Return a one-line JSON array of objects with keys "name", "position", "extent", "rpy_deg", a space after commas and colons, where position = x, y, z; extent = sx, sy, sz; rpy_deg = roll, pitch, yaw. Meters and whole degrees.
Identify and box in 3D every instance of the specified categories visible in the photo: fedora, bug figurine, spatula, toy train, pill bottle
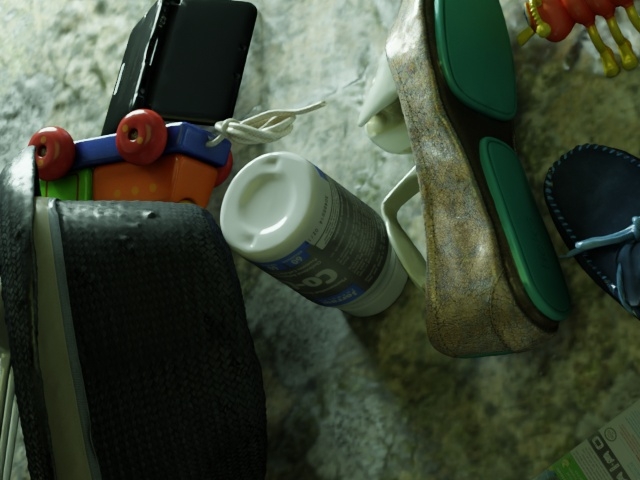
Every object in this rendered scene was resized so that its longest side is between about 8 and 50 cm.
[{"name": "fedora", "position": [-0.117, 0.094, 1.142], "extent": [0.153, 0.334, 0.334], "rpy_deg": [-9, 60, -5]}, {"name": "bug figurine", "position": [0.201, -0.263, 1.186], "extent": [0.216, 0.072, 0.279], "rpy_deg": [-28, 56, 20]}, {"name": "spatula", "position": [-0.235, 0.134, 1.258], "extent": [0.019, 0.168, 0.242], "rpy_deg": [8, 74, -5]}, {"name": "toy train", "position": [-0.105, -0.019, 1.269], "extent": [0.248, 0.105, 0.143], "rpy_deg": [-7, 76, 31]}, {"name": "pill bottle", "position": [0.000, 0.000, 1.160], "extent": [0.078, 0.137, 0.078], "rpy_deg": [-15, 61, 28]}]

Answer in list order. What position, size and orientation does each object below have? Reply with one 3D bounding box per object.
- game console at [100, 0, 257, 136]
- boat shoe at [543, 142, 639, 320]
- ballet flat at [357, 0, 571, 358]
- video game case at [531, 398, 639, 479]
[{"name": "game console", "position": [-0.114, -0.132, 1.363], "extent": [0.107, 0.071, 0.122], "rpy_deg": [-37, 35, 52]}, {"name": "boat shoe", "position": [0.227, 0.012, 1.035], "extent": [0.109, 0.089, 0.258], "rpy_deg": [-52, 52, 3]}, {"name": "ballet flat", "position": [0.081, -0.063, 1.160], "extent": [0.106, 0.107, 0.316], "rpy_deg": [-27, 55, 30]}, {"name": "video game case", "position": [0.179, 0.179, 1.041], "extent": [0.166, 0.015, 0.119], "rpy_deg": [-39, 54, 13]}]
